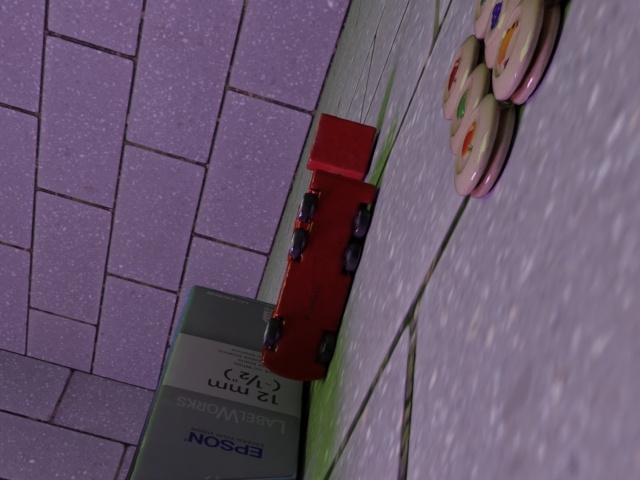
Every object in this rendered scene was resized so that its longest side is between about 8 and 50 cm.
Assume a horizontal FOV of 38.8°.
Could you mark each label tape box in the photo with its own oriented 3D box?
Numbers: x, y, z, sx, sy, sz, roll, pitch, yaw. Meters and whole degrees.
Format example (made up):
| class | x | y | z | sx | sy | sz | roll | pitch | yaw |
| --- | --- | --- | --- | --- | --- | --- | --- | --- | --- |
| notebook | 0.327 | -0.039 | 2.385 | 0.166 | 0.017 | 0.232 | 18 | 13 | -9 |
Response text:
| class | x | y | z | sx | sy | sz | roll | pitch | yaw |
| --- | --- | --- | --- | --- | --- | --- | --- | --- | --- |
| label tape box | -0.095 | 0.222 | 0.659 | 0.348 | 0.115 | 0.249 | -92 | 18 | -67 |

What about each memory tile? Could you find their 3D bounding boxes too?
| class | x | y | z | sx | sy | sz | roll | pitch | yaw |
| --- | --- | --- | --- | --- | --- | --- | --- | --- | --- |
| memory tile | 0.073 | -0.095 | 0.319 | 0.113 | 0.012 | 0.148 | -82 | 10 | -61 |

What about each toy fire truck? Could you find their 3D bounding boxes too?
| class | x | y | z | sx | sy | sz | roll | pitch | yaw |
| --- | --- | --- | --- | --- | --- | --- | --- | --- | --- |
| toy fire truck | 0.000 | 0.000 | 0.661 | 0.135 | 0.047 | 0.192 | -179 | 104 | -86 |
